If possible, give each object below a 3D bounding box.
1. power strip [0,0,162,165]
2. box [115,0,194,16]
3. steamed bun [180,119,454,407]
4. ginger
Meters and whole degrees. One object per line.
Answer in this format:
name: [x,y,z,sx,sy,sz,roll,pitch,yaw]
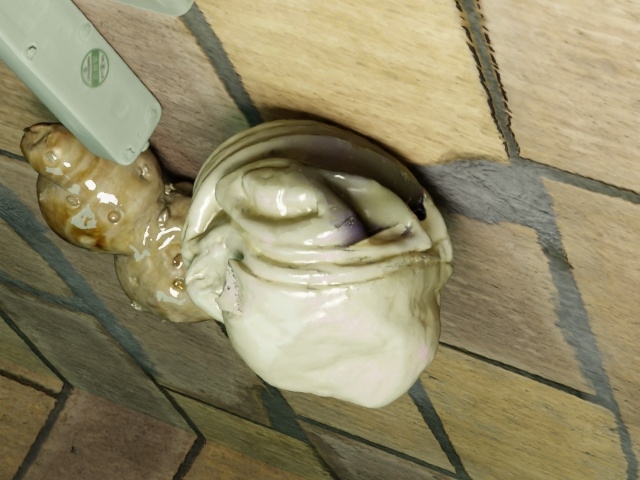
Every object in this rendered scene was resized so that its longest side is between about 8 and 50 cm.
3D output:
power strip: [-0.289,-0.206,1.952,0.062,0.091,0.385,16,158,36]
box: [-0.191,-0.285,1.542,0.210,0.148,0.129,19,170,24]
steamed bun: [0.000,0.000,1.849,0.320,0.275,0.206,35,134,19]
ginger: [-0.222,-0.021,2.219,0.375,0.176,0.256,38,174,-28]
